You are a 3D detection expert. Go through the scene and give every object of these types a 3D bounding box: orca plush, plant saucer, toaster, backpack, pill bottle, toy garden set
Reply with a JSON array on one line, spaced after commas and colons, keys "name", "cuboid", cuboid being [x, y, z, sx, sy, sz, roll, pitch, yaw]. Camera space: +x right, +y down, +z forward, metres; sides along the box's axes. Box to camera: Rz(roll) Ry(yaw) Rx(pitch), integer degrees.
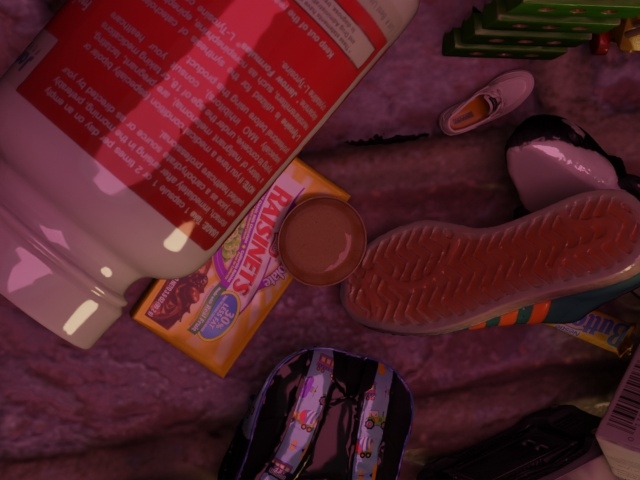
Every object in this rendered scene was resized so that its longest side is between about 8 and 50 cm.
[{"name": "orca plush", "cuboid": [0.285, -0.037, 1.484, 0.287, 0.151, 0.102, 32, 57, -14]}, {"name": "plant saucer", "cuboid": [0.000, 0.000, 1.449, 0.083, 0.015, 0.083, -3, 101, -16]}, {"name": "toaster", "cuboid": [0.190, 0.258, 1.475, 0.227, 0.129, 0.146, -22, 104, -23]}, {"name": "backpack", "cuboid": [-0.001, 0.177, 1.443, 0.158, 0.117, 0.173, 14, 94, -12]}, {"name": "pill bottle", "cuboid": [-0.126, -0.119, 1.326, 0.229, 0.229, 0.408, 41, 88, -13]}, {"name": "toy garden set", "cuboid": [0.233, -0.200, 1.382, 0.203, 0.244, 0.049, 1, 87, -11]}]

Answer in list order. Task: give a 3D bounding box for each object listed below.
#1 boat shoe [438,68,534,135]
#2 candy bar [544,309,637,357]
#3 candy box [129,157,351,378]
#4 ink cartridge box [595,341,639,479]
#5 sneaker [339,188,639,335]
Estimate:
[{"name": "boat shoe", "cuboid": [0.156, -0.127, 1.479, 0.100, 0.035, 0.035, -27, 101, -6]}, {"name": "candy bar", "cuboid": [0.229, 0.069, 1.526, 0.161, 0.018, 0.040, 22, 92, -12]}, {"name": "candy box", "cuboid": [-0.072, 0.013, 1.456, 0.105, 0.027, 0.206, 35, 90, -17]}, {"name": "ink cartridge box", "cuboid": [0.329, 0.147, 1.468, 0.066, 0.232, 0.189, 21, 71, 24]}, {"name": "sneaker", "cuboid": [0.169, 0.037, 1.434, 0.302, 0.121, 0.108, -11, 67, 27]}]
